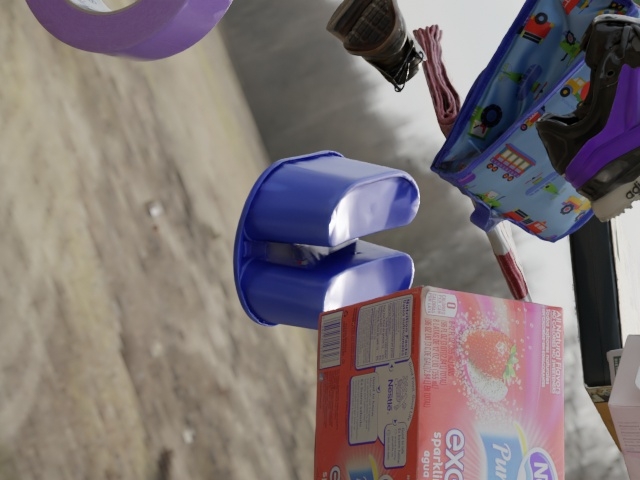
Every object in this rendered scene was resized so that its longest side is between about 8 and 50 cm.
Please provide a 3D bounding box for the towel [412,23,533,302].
[{"bbox_3d":[0.201,-0.089,2.103,0.237,0.037,0.329,-98,165,-53],"label":"towel"}]

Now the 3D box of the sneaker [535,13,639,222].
[{"bbox_3d":[0.312,-0.162,1.489,0.146,0.293,0.102,44,15,-3],"label":"sneaker"}]

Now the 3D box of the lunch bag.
[{"bbox_3d":[0.268,-0.126,1.825,0.221,0.293,0.138,27,13,-47],"label":"lunch bag"}]

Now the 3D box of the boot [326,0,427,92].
[{"bbox_3d":[0.081,-0.208,1.755,0.106,0.082,0.219,36,6,-17],"label":"boot"}]

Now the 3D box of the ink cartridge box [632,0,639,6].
[{"bbox_3d":[0.445,-0.282,1.940,0.062,0.209,0.109,-19,90,-50],"label":"ink cartridge box"}]

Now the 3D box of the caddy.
[{"bbox_3d":[0.000,0.000,2.375,0.341,0.179,0.241,-15,112,-59],"label":"caddy"}]

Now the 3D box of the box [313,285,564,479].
[{"bbox_3d":[0.091,0.197,1.277,0.154,0.142,0.300,-20,-115,57],"label":"box"}]

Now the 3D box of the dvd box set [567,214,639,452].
[{"bbox_3d":[0.420,0.115,2.382,0.420,0.062,0.308,48,37,-66],"label":"dvd box set"}]

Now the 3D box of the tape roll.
[{"bbox_3d":[-0.222,-0.349,1.926,0.090,0.274,0.275,4,62,-63],"label":"tape roll"}]

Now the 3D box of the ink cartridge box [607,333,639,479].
[{"bbox_3d":[0.307,0.147,1.414,0.092,0.090,0.143,-65,143,-45],"label":"ink cartridge box"}]

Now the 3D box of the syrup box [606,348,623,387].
[{"bbox_3d":[0.433,0.152,1.802,0.237,0.096,0.093,-12,-96,54],"label":"syrup box"}]
